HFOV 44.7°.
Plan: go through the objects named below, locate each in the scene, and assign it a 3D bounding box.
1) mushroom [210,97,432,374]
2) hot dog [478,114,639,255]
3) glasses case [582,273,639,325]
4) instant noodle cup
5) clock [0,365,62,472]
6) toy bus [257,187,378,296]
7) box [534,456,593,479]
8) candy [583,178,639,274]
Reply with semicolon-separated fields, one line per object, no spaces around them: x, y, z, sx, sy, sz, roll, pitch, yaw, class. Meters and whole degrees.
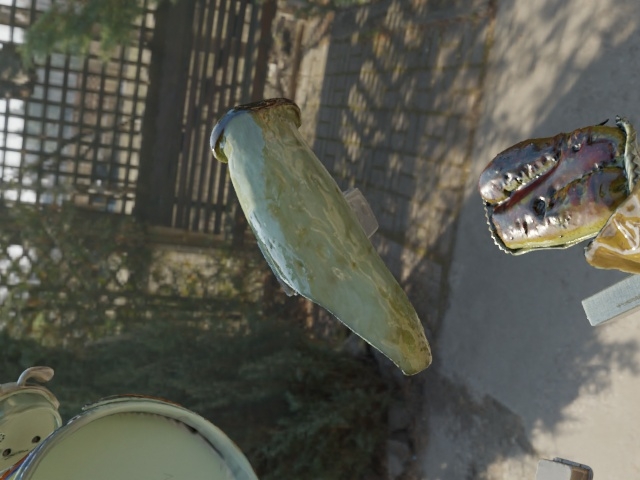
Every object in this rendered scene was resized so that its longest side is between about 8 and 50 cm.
-0.004;0.001;0.811;0.333;0.107;0.087;61;-178;5;mushroom
0.316;-0.070;1.043;0.270;0.081;0.163;-18;67;55;hot dog
0.454;0.057;1.054;0.205;0.070;0.047;-44;59;52;glasses case
-0.181;0.282;0.675;0.214;0.296;0.297;-48;38;41;instant noodle cup
-0.412;0.258;1.026;0.062;0.151;0.191;31;119;32;clock
0.005;-0.006;0.999;0.092;0.106;0.268;60;-164;-2;toy bus
0.425;0.449;1.385;0.089;0.062;0.122;2;71;51;box
0.354;-0.048;0.709;0.271;0.143;0.101;101;-172;-49;candy
